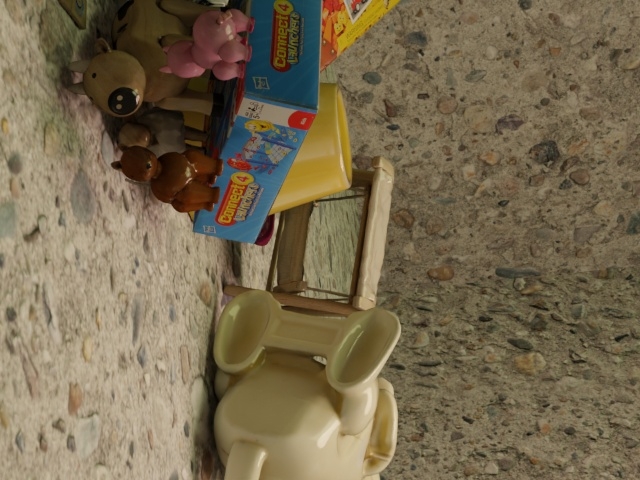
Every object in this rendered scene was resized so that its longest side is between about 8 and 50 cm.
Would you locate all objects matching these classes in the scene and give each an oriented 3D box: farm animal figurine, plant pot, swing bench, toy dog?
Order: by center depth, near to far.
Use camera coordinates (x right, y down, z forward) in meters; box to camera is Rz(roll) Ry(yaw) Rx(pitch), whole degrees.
[{"bbox_3d":[-0.180,-0.209,1.032,0.327,0.172,0.330,-118,-142,-69],"label":"farm animal figurine"},{"bbox_3d":[-0.079,-0.147,1.472,0.254,0.239,0.253,-7,90,-83],"label":"plant pot"},{"bbox_3d":[-0.006,0.339,1.502,0.395,0.285,0.407,-76,160,-45],"label":"toy dog"},{"bbox_3d":[0.000,0.000,1.614,0.165,0.255,0.253,41,56,-63],"label":"swing bench"}]

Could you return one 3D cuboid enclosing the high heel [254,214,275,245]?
[{"bbox_3d":[-0.111,-0.114,1.766,0.117,0.082,0.244,62,24,-69],"label":"high heel"}]

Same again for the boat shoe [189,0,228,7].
[{"bbox_3d":[-0.153,-0.356,1.420,0.226,0.083,0.076,52,40,-6],"label":"boat shoe"}]

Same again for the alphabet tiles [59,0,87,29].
[{"bbox_3d":[-0.289,-0.364,0.982,0.237,0.009,0.198,62,24,-68],"label":"alphabet tiles"}]

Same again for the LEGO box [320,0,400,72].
[{"bbox_3d":[-0.006,-0.550,1.591,0.500,0.193,0.372,-49,131,-40],"label":"LEGO box"}]

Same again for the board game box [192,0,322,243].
[{"bbox_3d":[-0.080,-0.204,1.196,0.302,0.086,0.308,121,-25,-55],"label":"board game box"}]
